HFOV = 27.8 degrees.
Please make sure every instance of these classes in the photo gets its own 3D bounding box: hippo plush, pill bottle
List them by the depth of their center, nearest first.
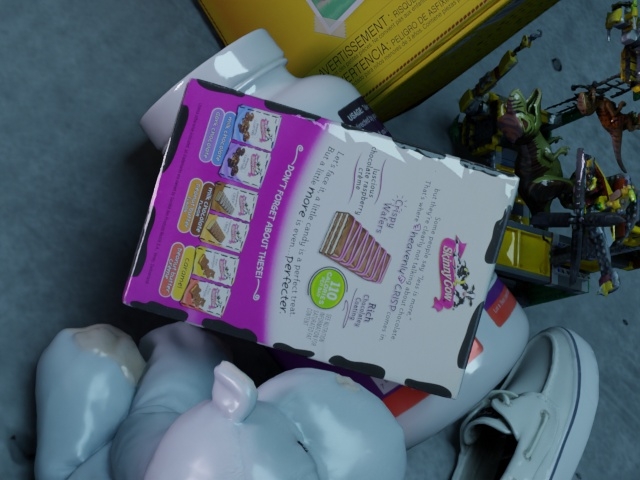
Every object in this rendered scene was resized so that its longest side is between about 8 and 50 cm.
[{"bbox_3d":[-0.084,0.136,0.831,0.294,0.236,0.234,-7,72,-40],"label":"hippo plush"},{"bbox_3d":[0.005,0.000,1.010,0.323,0.181,0.181,53,47,-2],"label":"pill bottle"}]

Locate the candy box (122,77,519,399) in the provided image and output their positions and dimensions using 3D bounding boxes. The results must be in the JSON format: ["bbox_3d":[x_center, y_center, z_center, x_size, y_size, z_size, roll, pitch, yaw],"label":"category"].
[{"bbox_3d":[0.000,0.000,0.882,0.233,0.071,0.159,17,88,-3],"label":"candy box"}]

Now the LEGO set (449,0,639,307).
[{"bbox_3d":[0.180,-0.071,1.116,0.192,0.331,0.255,14,80,-30],"label":"LEGO set"}]

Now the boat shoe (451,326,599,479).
[{"bbox_3d":[0.161,0.172,1.105,0.088,0.096,0.267,39,57,-21],"label":"boat shoe"}]

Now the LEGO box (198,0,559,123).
[{"bbox_3d":[0.078,-0.348,1.034,0.193,0.500,0.372,-28,87,-42],"label":"LEGO box"}]
